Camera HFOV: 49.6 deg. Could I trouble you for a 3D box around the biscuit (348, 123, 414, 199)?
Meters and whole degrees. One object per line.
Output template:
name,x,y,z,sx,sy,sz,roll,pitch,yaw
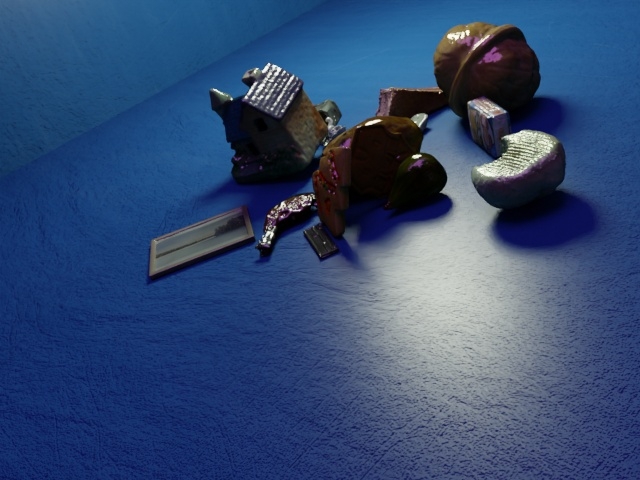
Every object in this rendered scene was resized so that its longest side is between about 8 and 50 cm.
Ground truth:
biscuit,0.158,-0.188,1.717,0.215,0.182,0.034,17,4,-26

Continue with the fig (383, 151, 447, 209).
fig,0.219,-0.132,1.686,0.177,0.117,0.117,-42,31,0

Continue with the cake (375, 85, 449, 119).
cake,0.306,-0.447,2.158,0.295,0.113,0.116,-19,28,-21

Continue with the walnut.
walnut,0.458,-0.478,1.945,0.285,0.285,0.296,-35,63,-26

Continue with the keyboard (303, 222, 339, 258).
keyboard,0.000,0.000,1.676,0.053,0.010,0.155,-24,29,-5

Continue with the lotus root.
lotus root,0.134,-0.234,1.818,0.290,0.193,0.193,-25,29,-8

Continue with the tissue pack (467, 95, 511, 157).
tissue pack,0.438,-0.297,1.801,0.065,0.116,0.155,-18,28,-1

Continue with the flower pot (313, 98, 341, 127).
flower pot,-0.049,-0.389,2.272,0.229,0.103,0.108,-6,31,24

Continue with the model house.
model house,-0.183,-0.359,2.064,0.312,0.280,0.245,-6,42,38

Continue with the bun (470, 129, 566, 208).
bun,0.441,-0.145,1.532,0.212,0.127,0.204,-27,29,2

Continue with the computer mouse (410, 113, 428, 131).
computer mouse,0.282,-0.331,2.044,0.055,0.032,0.110,4,47,38

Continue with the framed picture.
framed picture,-0.323,-0.001,1.870,0.289,0.016,0.213,-21,29,-1

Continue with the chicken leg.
chicken leg,-0.095,-0.049,1.783,0.105,0.051,0.253,12,45,36

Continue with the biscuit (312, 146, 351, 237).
biscuit,0.028,-0.133,1.673,0.041,0.239,0.212,-3,49,-18

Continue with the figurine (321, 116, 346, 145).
figurine,0.032,-0.326,2.138,0.094,0.082,0.086,-46,58,-5
